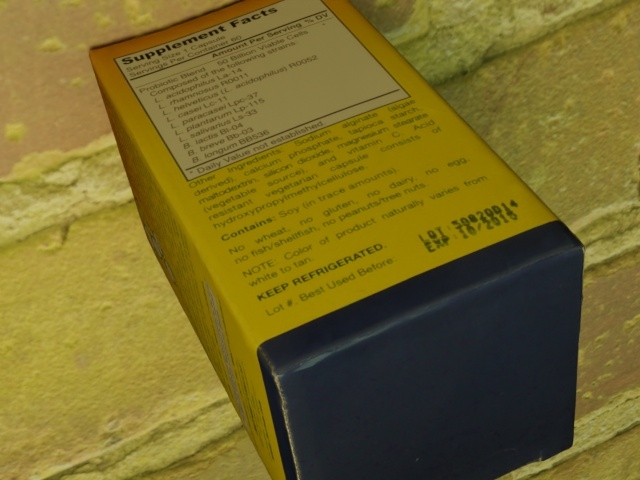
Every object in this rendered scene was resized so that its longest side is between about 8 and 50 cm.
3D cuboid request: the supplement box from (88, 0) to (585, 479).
[{"bbox_3d":[0.000,0.000,0.796,0.194,0.356,0.195,-21,135,-13],"label":"supplement box"}]
